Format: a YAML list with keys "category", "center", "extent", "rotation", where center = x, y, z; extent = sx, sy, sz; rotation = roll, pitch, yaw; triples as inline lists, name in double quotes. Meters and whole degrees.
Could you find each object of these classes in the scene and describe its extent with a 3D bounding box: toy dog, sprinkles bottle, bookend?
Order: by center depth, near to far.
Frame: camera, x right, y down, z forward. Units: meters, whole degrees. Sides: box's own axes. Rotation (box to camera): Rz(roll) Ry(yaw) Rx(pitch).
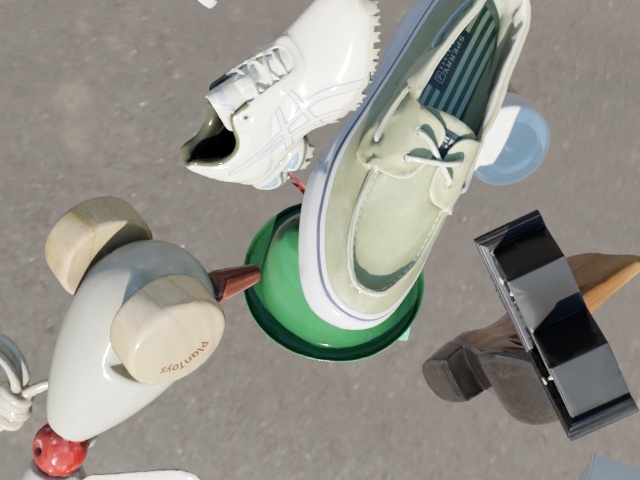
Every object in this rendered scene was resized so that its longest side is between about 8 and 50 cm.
- category: "toy dog"
  center: [-0.150, 0.113, 1.004]
  extent: [0.333, 0.161, 0.220]
  rotation: [-48, 56, 42]
- category: "bookend"
  center: [0.224, 0.080, 1.177]
  extent: [0.072, 0.157, 0.156]
  rotation: [-25, 118, 6]
- category: "sprinkles bottle"
  center: [0.212, -0.211, 1.769]
  extent: [0.121, 0.355, 0.121]
  rotation: [-7, 122, -11]

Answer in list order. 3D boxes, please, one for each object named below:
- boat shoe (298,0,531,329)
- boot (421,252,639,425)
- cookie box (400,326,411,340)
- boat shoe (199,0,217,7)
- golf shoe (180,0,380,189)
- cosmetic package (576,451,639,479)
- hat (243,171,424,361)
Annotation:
- category: "boat shoe"
  center: [0.071, -0.076, 0.931]
  extent: [0.109, 0.094, 0.302]
  rotation: [28, 72, -21]
- category: "boot"
  center: [0.297, 0.108, 1.470]
  extent: [0.096, 0.280, 0.264]
  rotation: [61, 154, -7]
- category: "cookie box"
  center: [0.079, 0.043, 1.335]
  extent: [0.040, 0.091, 0.107]
  rotation: [-1, 138, -6]
- category: "boat shoe"
  center: [-0.168, -0.384, 1.528]
  extent: [0.083, 0.065, 0.183]
  rotation: [-37, 92, 13]
- category: "golf shoe"
  center: [-0.028, -0.096, 0.790]
  extent: [0.069, 0.086, 0.176]
  rotation: [58, 133, 28]
- category: "cosmetic package"
  center: [0.261, 0.212, 0.743]
  extent: [0.239, 0.060, 0.099]
  rotation: [20, 142, 4]
- category: "hat"
  center: [0.000, 0.000, 1.144]
  extent: [0.209, 0.183, 0.173]
  rotation: [17, 68, 7]
